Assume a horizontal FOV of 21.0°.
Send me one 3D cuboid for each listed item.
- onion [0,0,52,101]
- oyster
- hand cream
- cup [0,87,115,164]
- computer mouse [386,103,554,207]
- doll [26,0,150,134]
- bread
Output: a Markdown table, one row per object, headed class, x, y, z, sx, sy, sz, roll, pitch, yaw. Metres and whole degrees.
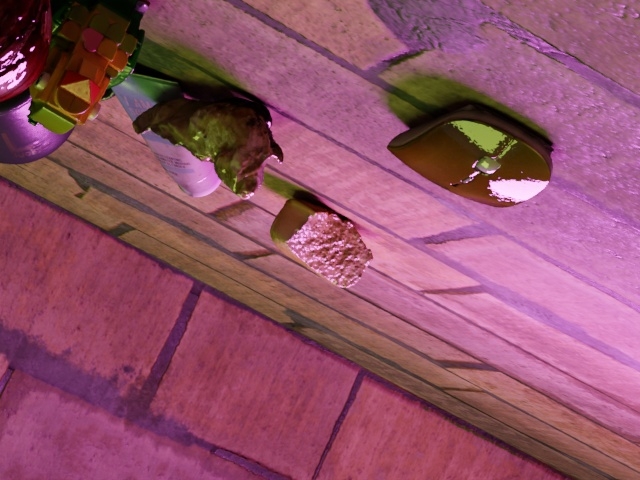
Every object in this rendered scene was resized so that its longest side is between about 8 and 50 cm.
| class | x | y | z | sx | sy | sz | roll | pitch | yaw |
| --- | --- | --- | --- | --- | --- | --- | --- | --- | --- |
| onion | -0.327 | -0.246 | 1.631 | 0.252 | 0.219 | 0.252 | -21 | -90 | -88 |
| oyster | -0.117 | -0.126 | 2.046 | 0.161 | 0.107 | 0.233 | 9 | -166 | -27 |
| hand cream | -0.193 | -0.142 | 2.231 | 0.111 | 0.070 | 0.312 | 15 | 164 | 18 |
| cup | -0.371 | -0.201 | 2.186 | 0.223 | 0.169 | 0.176 | -9 | 158 | 3 |
| computer mouse | 0.142 | -0.079 | 1.688 | 0.126 | 0.056 | 0.245 | 28 | 169 | -13 |
| doll | -0.247 | -0.193 | 1.775 | 0.106 | 0.186 | 0.134 | 32 | 141 | -25 |
| bread | -0.007 | -0.004 | 2.430 | 0.156 | 0.086 | 0.125 | 36 | 174 | -33 |
